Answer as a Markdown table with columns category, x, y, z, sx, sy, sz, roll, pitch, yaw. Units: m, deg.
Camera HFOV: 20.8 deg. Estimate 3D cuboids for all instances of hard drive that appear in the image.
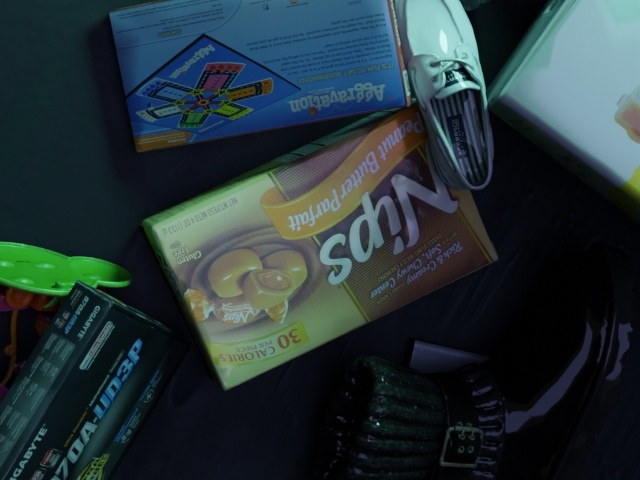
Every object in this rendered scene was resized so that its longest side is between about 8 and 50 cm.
| category | x | y | z | sx | sy | sz | roll | pitch | yaw |
| --- | --- | --- | --- | --- | --- | --- | --- | --- | --- |
| hard drive | 0.148 | 0.163 | 1.852 | 0.135 | 0.022 | 0.094 | 14 | 92 | -15 |

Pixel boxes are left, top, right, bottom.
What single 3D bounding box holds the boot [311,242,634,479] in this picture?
| category | x | y | z | sx | sy | sz | roll | pitch | yaw |
| --- | --- | --- | --- | --- | --- | --- | --- | --- | --- |
| boot | 0.156 | 0.140 | 1.771 | 0.260 | 0.131 | 0.348 | 18 | 91 | -15 |

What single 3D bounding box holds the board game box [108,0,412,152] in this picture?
| category | x | y | z | sx | sy | sz | roll | pitch | yaw |
| --- | --- | --- | --- | --- | --- | --- | --- | --- | --- |
| board game box | -0.060 | -0.179 | 1.697 | 0.281 | 0.027 | 0.145 | -8 | 97 | 16 |

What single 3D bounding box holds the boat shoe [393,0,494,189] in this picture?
| category | x | y | z | sx | sy | sz | roll | pitch | yaw |
| --- | --- | --- | --- | --- | --- | --- | --- | --- | --- |
| boat shoe | 0.128 | -0.156 | 1.691 | 0.083 | 0.076 | 0.226 | -23 | 104 | -8 |

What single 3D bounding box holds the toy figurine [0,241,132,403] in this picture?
| category | x | y | z | sx | sy | sz | roll | pitch | yaw |
| --- | --- | --- | --- | --- | --- | --- | --- | --- | --- |
| toy figurine | -0.280 | 0.098 | 1.708 | 0.173 | 0.130 | 0.159 | 3 | 109 | -39 |

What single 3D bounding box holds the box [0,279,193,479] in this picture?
| category | x | y | z | sx | sy | sz | roll | pitch | yaw |
| --- | --- | --- | --- | --- | --- | --- | --- | --- | --- |
| box | -0.233 | 0.161 | 1.683 | 0.051 | 0.175 | 0.220 | 30 | 86 | 28 |

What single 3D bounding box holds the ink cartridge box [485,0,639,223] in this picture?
| category | x | y | z | sx | sy | sz | roll | pitch | yaw |
| --- | --- | --- | --- | --- | --- | --- | --- | --- | --- |
| ink cartridge box | 0.356 | -0.086 | 1.708 | 0.384 | 0.279 | 0.160 | 37 | 94 | -1 |

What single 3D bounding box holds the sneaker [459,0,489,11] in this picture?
| category | x | y | z | sx | sy | sz | roll | pitch | yaw |
| --- | --- | --- | --- | --- | --- | --- | --- | --- | --- |
| sneaker | 0.058 | -0.261 | 1.768 | 0.281 | 0.105 | 0.115 | -22 | 69 | -9 |

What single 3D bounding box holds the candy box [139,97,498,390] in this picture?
| category | x | y | z | sx | sy | sz | roll | pitch | yaw |
| --- | --- | --- | --- | --- | --- | --- | --- | --- | --- |
| candy box | 0.000 | 0.000 | 1.764 | 0.316 | 0.087 | 0.183 | -25 | 101 | -12 |
